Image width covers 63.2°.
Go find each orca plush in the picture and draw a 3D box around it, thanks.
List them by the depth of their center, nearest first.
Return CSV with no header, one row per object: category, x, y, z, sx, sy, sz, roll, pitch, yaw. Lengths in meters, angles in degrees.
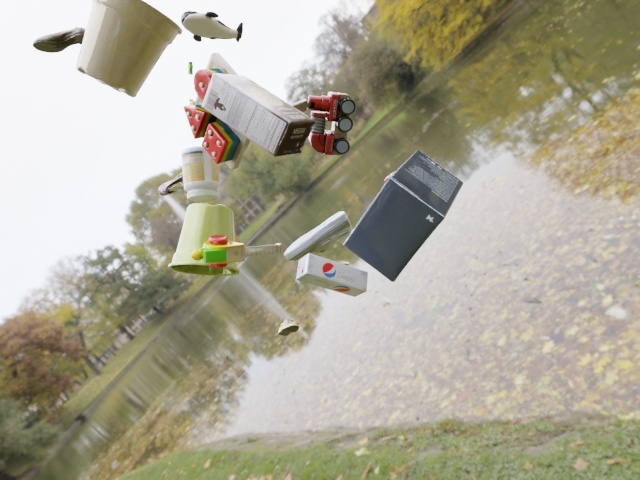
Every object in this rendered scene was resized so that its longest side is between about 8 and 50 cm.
orca plush,-0.463,-0.926,2.191,0.287,0.102,0.151,-12,-24,-31

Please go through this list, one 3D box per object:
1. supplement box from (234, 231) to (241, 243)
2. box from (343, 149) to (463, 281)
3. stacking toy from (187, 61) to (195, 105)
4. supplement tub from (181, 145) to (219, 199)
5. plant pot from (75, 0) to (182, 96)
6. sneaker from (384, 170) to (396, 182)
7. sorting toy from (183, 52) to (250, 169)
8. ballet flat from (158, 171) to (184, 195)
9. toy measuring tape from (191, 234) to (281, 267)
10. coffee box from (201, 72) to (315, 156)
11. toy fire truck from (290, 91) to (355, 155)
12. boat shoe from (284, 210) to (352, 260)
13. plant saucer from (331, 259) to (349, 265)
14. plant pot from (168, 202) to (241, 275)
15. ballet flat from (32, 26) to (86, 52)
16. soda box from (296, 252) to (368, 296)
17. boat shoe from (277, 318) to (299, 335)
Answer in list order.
supplement box,-0.434,-0.021,2.395,0.080,0.233,0.078,-23,27,8
box,0.292,-0.096,1.776,0.293,0.212,0.395,-56,-6,31
stacking toy,-0.534,-0.724,2.441,0.167,0.052,0.221,-15,-57,-35
supplement tub,-0.484,-0.268,2.103,0.144,0.200,0.144,-6,-6,-1
plant pot,-0.719,-0.704,1.888,0.334,0.333,0.305,-115,50,-83
sneaker,0.353,-0.259,2.175,0.170,0.075,0.063,-17,-6,-11
sorting toy,-0.318,-0.389,1.595,0.089,0.255,0.257,-22,-24,-44
ballet flat,-0.684,-0.276,2.531,0.079,0.077,0.221,16,39,34
toy measuring tape,-0.309,0.032,1.877,0.330,0.121,0.121,-6,-16,-31
coffee box,-0.156,-0.320,1.318,0.141,0.246,0.098,-28,-30,-60
toy fire truck,-0.012,-0.419,1.850,0.158,0.246,0.217,-112,28,-66
boat shoe,0.000,0.000,2.015,0.302,0.094,0.109,-34,12,-15
plant saucer,0.087,0.102,2.308,0.083,0.083,0.015,-109,25,-83
plant pot,-0.442,-0.005,2.039,0.276,0.276,0.254,151,123,-67
ballet flat,-1.038,-0.810,2.083,0.249,0.058,0.084,-8,-14,14
soda box,0.038,0.109,1.607,0.074,0.216,0.069,-35,42,54
boat shoe,-0.110,0.290,1.769,0.135,0.050,0.045,-36,43,55
